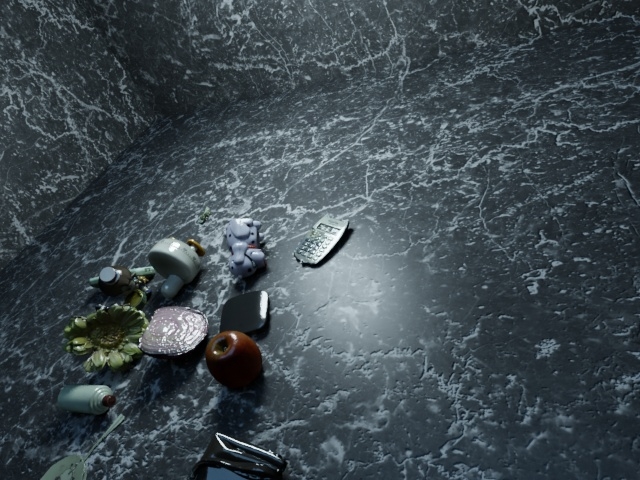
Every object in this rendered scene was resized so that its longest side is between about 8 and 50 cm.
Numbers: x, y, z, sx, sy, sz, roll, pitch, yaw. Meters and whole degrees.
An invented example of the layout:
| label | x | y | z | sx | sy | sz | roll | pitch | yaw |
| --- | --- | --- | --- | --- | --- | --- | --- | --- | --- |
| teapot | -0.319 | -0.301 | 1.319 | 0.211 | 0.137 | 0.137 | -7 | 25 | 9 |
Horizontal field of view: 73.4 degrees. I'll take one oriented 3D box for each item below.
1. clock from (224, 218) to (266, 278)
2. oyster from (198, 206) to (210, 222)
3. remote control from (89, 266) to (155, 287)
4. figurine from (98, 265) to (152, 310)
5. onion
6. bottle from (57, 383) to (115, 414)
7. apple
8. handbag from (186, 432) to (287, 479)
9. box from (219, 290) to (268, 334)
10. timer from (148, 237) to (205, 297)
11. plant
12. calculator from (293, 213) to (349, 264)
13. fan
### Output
| label | x | y | z | sx | sy | sz | roll | pitch | yaw |
| --- | --- | --- | --- | --- | --- | --- | --- | --- | --- |
| clock | -0.328 | 0.052 | 1.865 | 0.189 | 0.189 | 0.254 | -18 | 53 | 13 |
| oyster | -0.633 | -0.136 | 2.349 | 0.100 | 0.037 | 0.098 | -61 | 26 | -7 |
| remote control | -0.989 | 0.186 | 2.147 | 0.335 | 0.065 | 0.128 | -12 | -1 | 21 |
| figurine | -0.898 | 0.203 | 1.941 | 0.161 | 0.275 | 0.158 | -28 | 53 | 6 |
| onion | -0.562 | 0.382 | 1.687 | 0.248 | 0.111 | 0.250 | 4 | 34 | 3 |
| bottle | -0.872 | 0.599 | 1.625 | 0.245 | 0.104 | 0.104 | -7 | 44 | 25 |
| apple | -0.290 | 0.400 | 1.448 | 0.181 | 0.168 | 0.181 | -12 | 43 | 11 |
| handbag | -0.241 | 0.689 | 1.153 | 0.257 | 0.113 | 0.285 | 4 | 49 | 25 |
| box | -0.295 | 0.288 | 1.670 | 0.213 | 0.042 | 0.201 | -19 | 40 | 13 |
| timer | -0.667 | 0.113 | 1.935 | 0.234 | 0.233 | 0.240 | -1 | 43 | 30 |
| plant | -0.846 | 0.365 | 1.754 | 0.261 | 0.306 | 0.297 | -59 | 11 | 6 |
| calculator | 0.000 | 0.000 | 1.810 | 0.177 | 0.040 | 0.268 | 22 | 61 | 44 |
| fan | -0.843 | 0.779 | 1.481 | 0.233 | 0.012 | 0.414 | 14 | 56 | 39 |
